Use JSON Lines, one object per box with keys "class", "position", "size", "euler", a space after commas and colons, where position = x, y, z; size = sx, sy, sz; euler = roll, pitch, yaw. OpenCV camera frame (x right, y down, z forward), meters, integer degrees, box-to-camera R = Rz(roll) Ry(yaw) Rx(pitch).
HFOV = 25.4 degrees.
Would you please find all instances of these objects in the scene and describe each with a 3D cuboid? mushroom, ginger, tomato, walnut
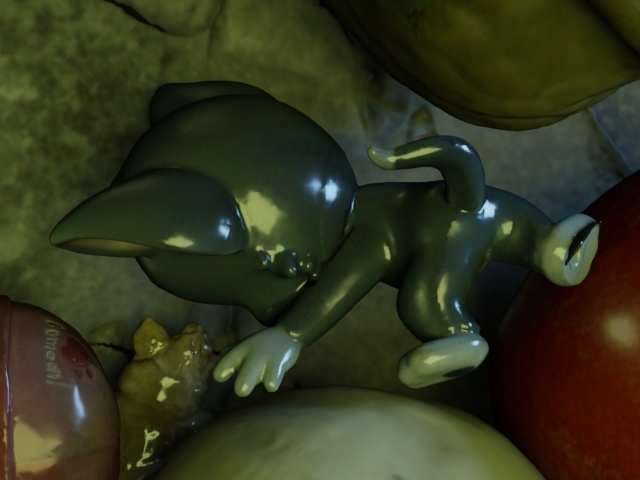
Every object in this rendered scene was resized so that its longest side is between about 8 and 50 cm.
{"class": "mushroom", "position": [0.003, 0.254, 0.764], "size": [0.314, 0.314, 0.336], "euler": [26, 131, -20]}
{"class": "ginger", "position": [-0.117, 0.154, 0.841], "size": [0.213, 0.074, 0.137], "euler": [-49, 118, -11]}
{"class": "tomato", "position": [0.264, 0.095, 0.832], "size": [0.293, 0.290, 0.325], "euler": [-43, 145, -1]}
{"class": "walnut", "position": [0.126, -0.211, 0.769], "size": [0.282, 0.253, 0.277], "euler": [-38, 101, -6]}

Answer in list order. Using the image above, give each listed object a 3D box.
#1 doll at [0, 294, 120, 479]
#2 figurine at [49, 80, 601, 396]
{"class": "doll", "position": [-0.234, 0.102, 0.739], "size": [0.256, 0.152, 0.196], "euler": [-14, 70, -4]}
{"class": "figurine", "position": [0.003, -0.003, 0.745], "size": [0.193, 0.265, 0.140], "euler": [-57, 138, -49]}
